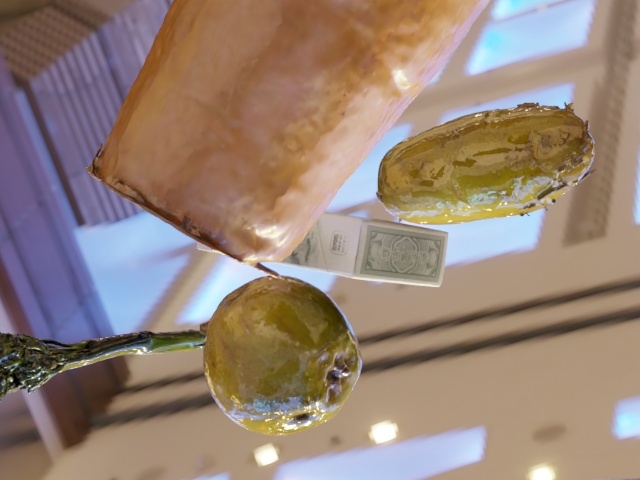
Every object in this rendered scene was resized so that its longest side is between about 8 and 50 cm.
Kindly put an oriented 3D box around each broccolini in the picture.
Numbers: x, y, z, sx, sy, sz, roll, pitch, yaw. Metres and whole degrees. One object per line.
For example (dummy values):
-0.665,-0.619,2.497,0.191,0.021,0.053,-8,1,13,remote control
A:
-0.173,0.081,1.156,0.054,0.051,0.239,-5,-179,40,broccolini

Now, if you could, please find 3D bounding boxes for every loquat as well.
-0.069,0.147,2.085,0.246,0.213,0.213,16,-143,38,loquat

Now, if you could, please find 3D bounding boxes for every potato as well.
0.225,-0.102,2.125,0.300,0.140,0.173,-13,-155,21,potato

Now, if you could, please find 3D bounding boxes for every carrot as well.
-0.011,-0.110,0.974,0.254,0.196,0.196,-62,-155,-1,carrot

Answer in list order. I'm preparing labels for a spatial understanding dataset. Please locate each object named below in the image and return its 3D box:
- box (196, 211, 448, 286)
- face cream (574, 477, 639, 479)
0.000,-0.001,1.855,0.256,0.069,0.164,9,-179,41,box
0.272,0.287,1.380,0.336,0.163,0.080,-1,-164,-6,face cream
